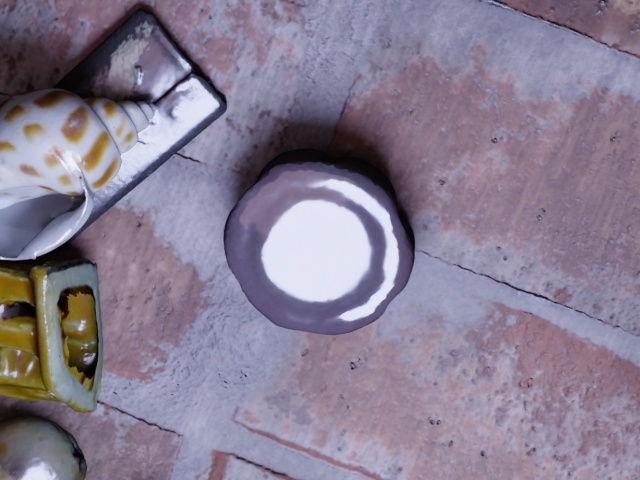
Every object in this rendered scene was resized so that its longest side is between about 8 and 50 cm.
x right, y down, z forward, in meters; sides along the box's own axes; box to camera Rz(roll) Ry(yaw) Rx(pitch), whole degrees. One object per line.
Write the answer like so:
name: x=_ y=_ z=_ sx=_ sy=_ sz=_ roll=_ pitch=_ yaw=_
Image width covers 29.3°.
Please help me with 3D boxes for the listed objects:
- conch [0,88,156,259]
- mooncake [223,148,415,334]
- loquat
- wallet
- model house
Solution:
conch: x=-0.332 y=-0.097 z=1.509 sx=0.275 sy=0.148 sz=0.182 roll=-26 pitch=105 yaw=8
mooncake: x=0.000 y=0.000 z=1.554 sx=0.245 sy=0.133 sz=0.244 roll=1 pitch=105 yaw=5
loquat: x=-0.421 y=0.338 z=1.672 sx=0.179 sy=0.179 sz=0.227 roll=34 pitch=103 yaw=-4
wallet: x=-0.290 y=-0.138 z=1.592 sx=0.321 sy=0.044 sz=0.170 roll=-38 pitch=97 yaw=14
model house: x=-0.417 y=0.113 z=1.603 sx=0.239 sy=0.173 sz=0.268 roll=7 pitch=114 yaw=11
